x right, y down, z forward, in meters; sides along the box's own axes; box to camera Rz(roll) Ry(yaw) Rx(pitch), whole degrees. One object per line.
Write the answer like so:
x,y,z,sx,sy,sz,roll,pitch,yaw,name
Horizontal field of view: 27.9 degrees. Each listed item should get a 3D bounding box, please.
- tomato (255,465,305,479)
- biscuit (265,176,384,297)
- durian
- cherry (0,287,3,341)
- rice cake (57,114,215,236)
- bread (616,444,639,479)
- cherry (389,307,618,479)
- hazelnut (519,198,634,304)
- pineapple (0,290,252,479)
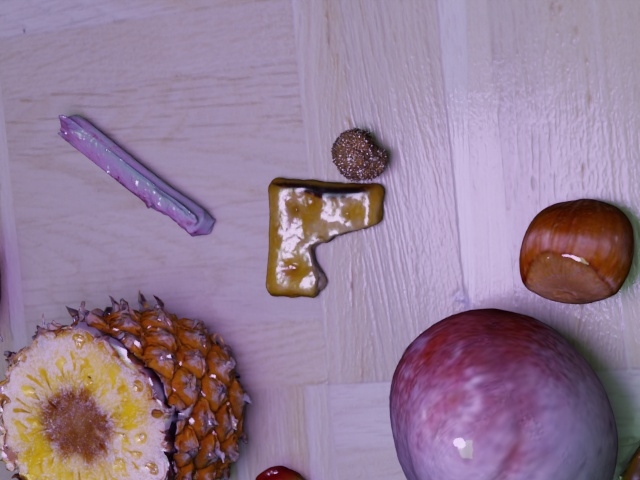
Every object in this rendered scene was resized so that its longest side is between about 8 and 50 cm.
-0.060,0.368,1.886,0.087,0.087,0.075,-33,80,17,tomato
0.000,0.000,1.869,0.174,0.039,0.183,7,96,16,biscuit
0.056,-0.120,1.818,0.091,0.080,0.080,7,97,62,durian
-0.595,0.070,1.995,0.266,0.183,0.213,0,79,31,cherry
-0.285,-0.099,1.937,0.290,0.081,0.051,36,91,13,rice cake
0.502,0.316,1.680,0.192,0.110,0.210,41,104,14,bread
0.237,0.256,1.667,0.291,0.335,0.326,-31,107,2,cherry
0.339,0.010,1.706,0.150,0.150,0.150,1,93,19,hazelnut
-0.276,0.242,1.836,0.352,0.300,0.352,1,94,17,pineapple
